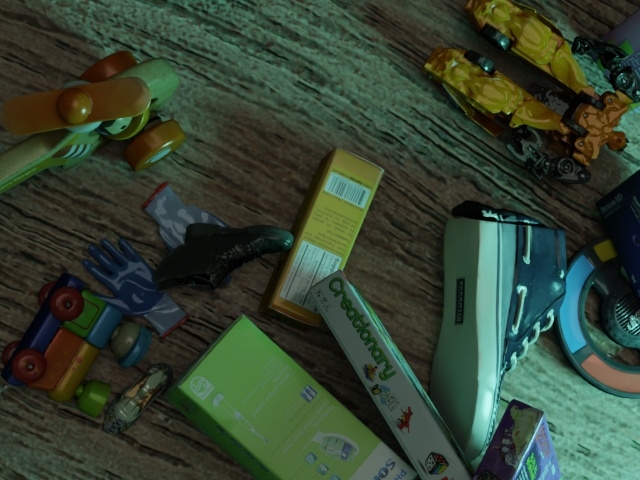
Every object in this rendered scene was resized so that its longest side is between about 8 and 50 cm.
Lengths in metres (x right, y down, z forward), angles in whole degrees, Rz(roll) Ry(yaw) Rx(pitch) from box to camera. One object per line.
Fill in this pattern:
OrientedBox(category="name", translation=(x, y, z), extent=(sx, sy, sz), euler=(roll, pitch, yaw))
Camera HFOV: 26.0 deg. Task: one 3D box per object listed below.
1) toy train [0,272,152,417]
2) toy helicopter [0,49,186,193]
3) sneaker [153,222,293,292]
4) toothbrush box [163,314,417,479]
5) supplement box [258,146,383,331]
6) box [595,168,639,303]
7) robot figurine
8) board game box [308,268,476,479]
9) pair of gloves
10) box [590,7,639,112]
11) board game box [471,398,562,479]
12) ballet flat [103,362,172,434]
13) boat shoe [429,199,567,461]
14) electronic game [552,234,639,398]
OrientedBox(category="toy train", translation=(-0.326, 0.178, 1.715), extent=(0.143, 0.105, 0.248), euler=(33, 81, -19))
OrientedBox(category="toy helicopter", translation=(-0.326, -0.119, 1.688), extent=(0.355, 0.235, 0.140), euler=(-32, 88, -14))
OrientedBox(category="sneaker", translation=(-0.123, 0.026, 1.763), extent=(0.170, 0.051, 0.089), euler=(4, 64, 10))
OrientedBox(category="toothbrush box", translation=(-0.044, 0.236, 1.697), extent=(0.283, 0.206, 0.122), euler=(43, 76, -1))
OrientedBox(category="supplement box", translation=(0.000, 0.000, 1.813), extent=(0.080, 0.078, 0.233), euler=(27, 77, -9))
OrientedBox(category="box", translation=(0.476, 0.002, 1.829), extent=(0.108, 0.153, 0.207), euler=(-19, 77, -19))
OrientedBox(category="robot figurine", translation=(0.296, -0.210, 1.893), extent=(0.291, 0.085, 0.211), euler=(35, 89, -3))
OrientedBox(category="board game box", translation=(0.099, 0.192, 1.696), extent=(0.053, 0.193, 0.305), euler=(-33, 70, 3))
OrientedBox(category="pair of gloves", translation=(-0.207, 0.030, 1.796), extent=(0.159, 0.023, 0.198), euler=(45, 74, 1))
OrientedBox(category="box", translation=(0.526, -0.312, 1.900), extent=(0.243, 0.213, 0.117), euler=(-37, 89, -14))
OrientedBox(category="board game box", translation=(0.225, 0.345, 1.666), extent=(0.056, 0.347, 0.208), euler=(26, 72, 26))
OrientedBox(category="ballet flat", translation=(-0.232, 0.198, 1.752), extent=(0.041, 0.041, 0.114), euler=(44, 76, -1))
OrientedBox(category="boat shoe", translation=(0.244, 0.124, 1.821), extent=(0.158, 0.127, 0.340), euler=(6, 89, -26))
OrientedBox(category="electronic game", translation=(0.426, 0.101, 1.893), extent=(0.229, 0.048, 0.229), euler=(2, 79, -11))
